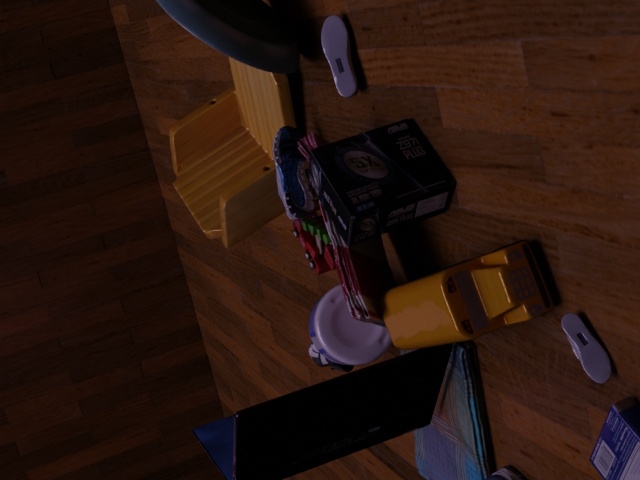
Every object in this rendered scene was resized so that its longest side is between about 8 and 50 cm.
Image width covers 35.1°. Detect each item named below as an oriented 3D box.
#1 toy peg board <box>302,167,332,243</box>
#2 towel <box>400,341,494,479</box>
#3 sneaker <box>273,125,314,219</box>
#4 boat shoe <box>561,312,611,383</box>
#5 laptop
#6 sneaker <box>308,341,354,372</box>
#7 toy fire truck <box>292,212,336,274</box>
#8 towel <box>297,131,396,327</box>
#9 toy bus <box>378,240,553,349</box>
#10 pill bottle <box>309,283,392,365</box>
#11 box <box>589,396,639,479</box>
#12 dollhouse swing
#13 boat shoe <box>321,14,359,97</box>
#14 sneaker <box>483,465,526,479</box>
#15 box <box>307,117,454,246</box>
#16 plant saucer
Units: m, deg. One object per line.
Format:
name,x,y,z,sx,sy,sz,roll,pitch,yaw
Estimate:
toy peg board,0.013,-0.074,1.973,0.161,0.079,0.160,32,137,62
towel,0.220,0.311,1.818,0.271,0.040,0.370,31,136,62
sneaker,-0.063,-0.129,1.993,0.083,0.071,0.190,146,119,-71
boat shoe,0.346,0.142,1.317,0.100,0.035,0.035,59,-174,22
laptop,-0.015,0.267,1.794,0.408,0.382,0.236,97,150,-49
sneaker,0.033,0.252,2.229,0.234,0.078,0.106,113,137,-61
toy fire truck,0.000,0.000,2.131,0.135,0.047,0.192,101,146,-55
towel,0.060,-0.007,1.730,0.237,0.037,0.329,23,-132,-66
toy bus,0.207,0.088,1.498,0.108,0.130,0.333,70,162,3
pill bottle,0.056,0.161,1.931,0.272,0.152,0.152,120,130,-83
box,0.424,0.320,1.249,0.136,0.036,0.225,92,154,-47
dollhouse swing,-0.208,-0.241,2.150,0.347,0.315,0.305,52,173,46
boat shoe,0.036,-0.315,1.736,0.040,0.049,0.142,-24,-77,-70
sneaker,0.317,0.433,1.590,0.211,0.081,0.080,24,128,64
box,0.092,-0.093,1.573,0.077,0.180,0.147,96,151,-54
plant saucer,-0.166,-0.422,1.884,0.043,0.318,0.317,-55,47,25
